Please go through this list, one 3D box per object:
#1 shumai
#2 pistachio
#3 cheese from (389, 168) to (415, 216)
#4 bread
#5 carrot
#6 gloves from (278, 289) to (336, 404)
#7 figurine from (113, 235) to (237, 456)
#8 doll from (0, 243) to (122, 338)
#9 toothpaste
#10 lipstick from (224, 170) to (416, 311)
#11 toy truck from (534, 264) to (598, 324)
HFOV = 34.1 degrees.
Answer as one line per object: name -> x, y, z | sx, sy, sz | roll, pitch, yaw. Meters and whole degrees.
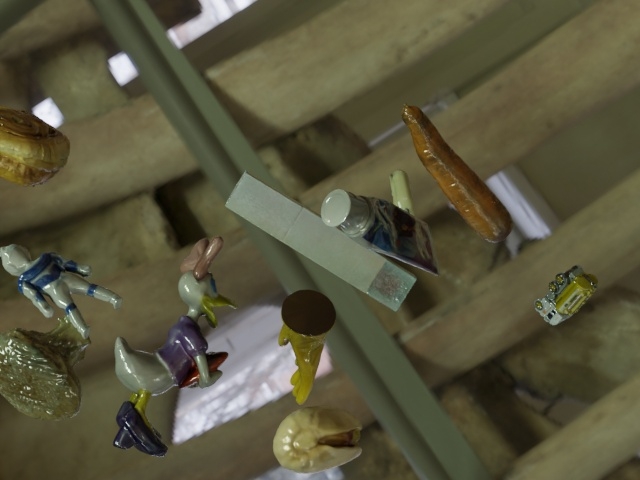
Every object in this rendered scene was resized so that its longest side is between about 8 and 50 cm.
shumai -> -0.508, 0.229, 1.942 | 0.209, 0.153, 0.161 | 21, 130, 14
pistachio -> -0.006, 0.357, 1.890 | 0.200, 0.145, 0.117 | 0, -100, -56
cheese -> 0.206, -0.070, 2.534 | 0.235, 0.049, 0.127 | -102, 10, -61
bread -> -0.616, -0.196, 2.126 | 0.198, 0.120, 0.236 | 27, -169, -1
carrot -> 0.183, -0.092, 1.438 | 0.248, 0.059, 0.059 | 49, 180, -17
gloves -> -0.041, 0.244, 2.270 | 0.294, 0.116, 0.133 | 100, -178, -49
figurine -> -0.274, 0.195, 1.946 | 0.193, 0.421, 0.154 | 37, 166, -17
doll -> -0.437, 0.066, 1.698 | 0.227, 0.114, 0.057 | 33, 146, 12
toothpaste -> 0.105, -0.016, 1.591 | 0.266, 0.061, 0.096 | 21, -128, -48
lipstick -> 0.000, 0.000, 1.925 | 0.371, 0.080, 0.076 | 31, -176, -6
toy truck -> 0.415, 0.093, 1.754 | 0.063, 0.052, 0.123 | 53, 144, 22
